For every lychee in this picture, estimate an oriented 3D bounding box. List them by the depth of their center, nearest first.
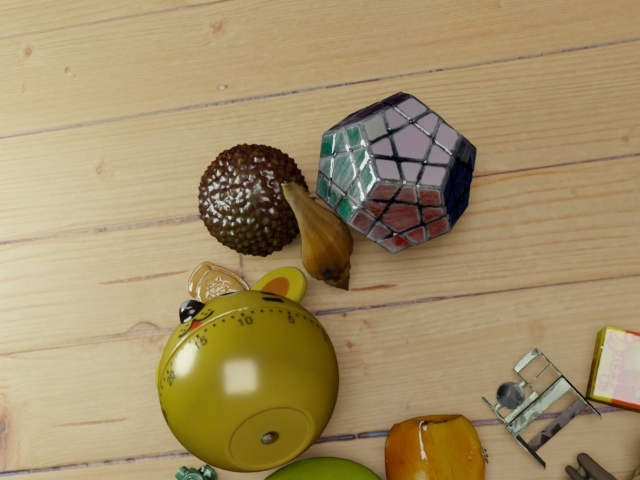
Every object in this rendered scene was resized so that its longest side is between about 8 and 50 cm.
[{"bbox_3d":[-0.129,-0.084,1.765,0.236,0.271,0.235,1,87,-18],"label":"lychee"}]

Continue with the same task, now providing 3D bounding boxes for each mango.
[{"bbox_3d":[0.216,0.459,1.644,0.187,0.138,0.256,-1,82,-21],"label":"mango"},{"bbox_3d":[-0.011,0.503,1.661,0.273,0.149,0.185,-28,70,-10],"label":"mango"}]

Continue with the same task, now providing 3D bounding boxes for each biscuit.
[{"bbox_3d":[-0.217,0.114,1.844,0.140,0.023,0.118,20,80,12],"label":"biscuit"}]

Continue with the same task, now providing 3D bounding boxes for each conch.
[{"bbox_3d":[0.000,0.004,1.696,0.109,0.330,0.093,-12,53,15],"label":"conch"}]

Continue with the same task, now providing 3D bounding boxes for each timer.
[{"bbox_3d":[-0.150,0.236,1.667,0.376,0.376,0.387,-31,39,0],"label":"timer"}]

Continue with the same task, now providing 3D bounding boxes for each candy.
[{"bbox_3d":[0.652,0.263,1.649,0.276,0.088,0.146,11,79,11],"label":"candy"}]

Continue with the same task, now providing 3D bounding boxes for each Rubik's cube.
[{"bbox_3d":[0.148,-0.133,1.706,0.264,0.319,0.318,12,79,26],"label":"Rubik's cube"}]

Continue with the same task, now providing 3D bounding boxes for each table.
[{"bbox_3d":[0.417,0.317,1.671,0.146,0.062,0.175,-45,76,9],"label":"table"}]

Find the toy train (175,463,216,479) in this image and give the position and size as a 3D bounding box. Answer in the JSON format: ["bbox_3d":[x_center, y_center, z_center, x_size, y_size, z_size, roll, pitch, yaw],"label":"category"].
[{"bbox_3d":[-0.217,0.535,1.723,0.200,0.083,0.132,36,96,14],"label":"toy train"}]

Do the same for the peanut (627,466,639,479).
[{"bbox_3d":[0.659,0.433,1.578,0.197,0.110,0.233,14,113,17],"label":"peanut"}]

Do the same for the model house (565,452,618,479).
[{"bbox_3d":[0.483,0.511,1.572,0.122,0.229,0.188,43,92,-14],"label":"model house"}]
